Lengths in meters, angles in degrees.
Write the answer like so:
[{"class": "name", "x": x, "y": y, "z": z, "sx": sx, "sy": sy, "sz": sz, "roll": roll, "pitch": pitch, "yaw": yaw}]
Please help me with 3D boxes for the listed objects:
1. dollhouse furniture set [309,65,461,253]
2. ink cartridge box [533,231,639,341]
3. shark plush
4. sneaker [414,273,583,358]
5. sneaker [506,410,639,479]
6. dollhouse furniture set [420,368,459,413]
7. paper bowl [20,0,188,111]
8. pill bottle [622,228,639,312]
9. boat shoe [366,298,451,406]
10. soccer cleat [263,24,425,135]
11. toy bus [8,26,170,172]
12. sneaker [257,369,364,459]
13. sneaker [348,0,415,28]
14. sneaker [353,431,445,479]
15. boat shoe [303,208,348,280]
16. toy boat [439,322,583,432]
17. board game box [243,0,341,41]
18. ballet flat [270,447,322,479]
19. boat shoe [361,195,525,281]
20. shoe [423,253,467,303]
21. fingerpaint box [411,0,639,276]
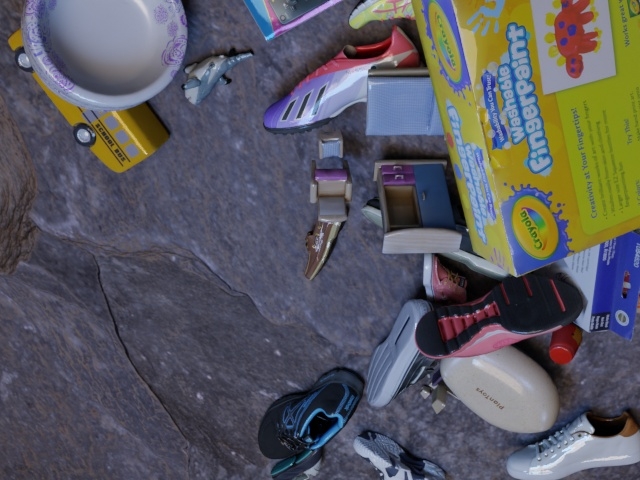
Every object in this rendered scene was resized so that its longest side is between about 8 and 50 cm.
[{"class": "dollhouse furniture set", "x": 0.128, "y": -0.152, "z": 1.459, "sx": 0.287, "sy": 0.198, "sz": 0.303, "roll": -1, "pitch": 137, "yaw": -3}, {"class": "ink cartridge box", "x": 0.479, "y": 0.050, "z": 1.553, "sx": 0.224, "sy": 0.045, "sz": 0.223, "roll": 38, "pitch": 139, "yaw": 51}, {"class": "shark plush", "x": -0.199, "y": -0.325, "z": 1.646, "sx": 0.161, "sy": 0.073, "sz": 0.067, "roll": -35, "pitch": 126, "yaw": 10}, {"class": "sneaker", "x": 0.339, "y": 0.148, "z": 1.617, "sx": 0.314, "sy": 0.136, "sz": 0.115, "roll": -18, "pitch": 68, "yaw": 19}, {"class": "sneaker", "x": 0.528, "y": 0.422, "z": 1.812, "sx": 0.290, "sy": 0.106, "sz": 0.123, "roll": -16, "pitch": 110, "yaw": 13}, {"class": "dollhouse furniture set", "x": 0.268, "y": 0.350, "z": 1.838, "sx": 0.081, "sy": 0.114, "sz": 0.091, "roll": 33, "pitch": 121, "yaw": -8}, {"class": "paper bowl", "x": -0.394, "y": -0.377, "z": 1.552, "sx": 0.284, "sy": 0.284, "sz": 0.148, "roll": 53, "pitch": 162, "yaw": -16}, {"class": "pill bottle", "x": 0.570, "y": 0.010, "z": 1.539, "sx": 0.121, "sy": 0.121, "sz": 0.221, "roll": 6, "pitch": 121, "yaw": 14}, {"class": "boat shoe", "x": 0.191, "y": 0.251, "z": 1.795, "sx": 0.119, "sy": 0.121, "sz": 0.335, "roll": 8, "pitch": 139, "yaw": -16}, {"class": "soccer cleat", "x": 0.026, "y": -0.286, "z": 1.539, "sx": 0.318, "sy": 0.108, "sz": 0.116, "roll": -17, "pitch": 126, "yaw": 21}, {"class": "toy bus", "x": -0.456, "y": -0.297, "z": 1.690, "sx": 0.130, "sy": 0.108, "sz": 0.332, "roll": -26, "pitch": 109, "yaw": 28}, {"class": "sneaker", "x": -0.045, "y": 0.423, "z": 1.962, "sx": 0.125, "sy": 0.139, "sz": 0.341, "roll": 39, "pitch": 124, "yaw": -10}, {"class": "sneaker", "x": 0.143, "y": -0.405, "z": 1.457, "sx": 0.209, "sy": 0.081, "sz": 0.094, "roll": -24, "pitch": 113, "yaw": 28}, {"class": "sneaker", "x": 0.158, "y": 0.558, "z": 2.002, "sx": 0.235, "sy": 0.094, "sz": 0.153, "roll": 25, "pitch": 115, "yaw": -10}, {"class": "boat shoe", "x": 0.000, "y": 0.000, "z": 1.751, "sx": 0.060, "sy": 0.064, "sz": 0.177, "roll": 26, "pitch": 117, "yaw": 7}, {"class": "toy boat", "x": 0.415, "y": 0.250, "z": 1.731, "sx": 0.267, "sy": 0.148, "sz": 0.318, "roll": 41, "pitch": 130, "yaw": -2}, {"class": "board game box", "x": -0.010, "y": -0.506, "z": 1.438, "sx": 0.304, "sy": 0.097, "sz": 0.224, "roll": -22, "pitch": 110, "yaw": 28}, {"class": "ballet flat", "x": -0.040, "y": 0.544, "z": 2.073, "sx": 0.074, "sy": 0.074, "sz": 0.203, "roll": 42, "pitch": 129, "yaw": -9}, {"class": "boat shoe", "x": 0.250, "y": -0.027, "z": 1.630, "sx": 0.340, "sy": 0.127, "sz": 0.113, "roll": 23, "pitch": 84, "yaw": 6}, {"class": "shoe", "x": 0.247, "y": 0.075, "z": 1.684, "sx": 0.081, "sy": 0.063, "sz": 0.178, "roll": 0, "pitch": 151, "yaw": 12}, {"class": "fingerpaint box", "x": 0.380, "y": -0.223, "z": 1.325, "sx": 0.371, "sy": 0.163, "sz": 0.444, "roll": -22, "pitch": 110, "yaw": -9}]
